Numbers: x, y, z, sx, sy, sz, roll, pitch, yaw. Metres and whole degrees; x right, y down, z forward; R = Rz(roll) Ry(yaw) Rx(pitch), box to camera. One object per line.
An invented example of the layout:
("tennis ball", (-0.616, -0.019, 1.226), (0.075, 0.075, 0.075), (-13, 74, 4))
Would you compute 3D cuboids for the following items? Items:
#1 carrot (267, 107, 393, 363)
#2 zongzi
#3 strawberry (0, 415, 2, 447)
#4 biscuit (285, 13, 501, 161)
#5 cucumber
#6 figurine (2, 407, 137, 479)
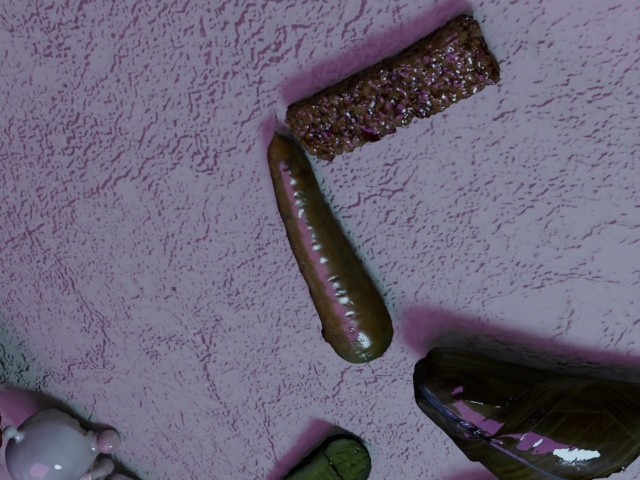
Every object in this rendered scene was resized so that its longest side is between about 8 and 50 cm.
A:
("carrot", (0.000, 0.000, 0.769), (0.078, 0.078, 0.298), (-9, 117, 28))
("zongzi", (0.238, 0.159, 0.771), (0.221, 0.112, 0.242), (39, 123, -10))
("strawberry", (-0.547, 0.210, 1.097), (0.233, 0.138, 0.306), (-9, 115, 43))
("biscuit", (0.059, -0.128, 0.654), (0.199, 0.034, 0.064), (-20, 118, 34))
("cucumber", (-0.001, 0.344, 1.050), (0.078, 0.062, 0.211), (56, 141, 19))
("figurine", (-0.407, 0.372, 1.180), (0.182, 0.144, 0.256), (-25, 112, 39))
